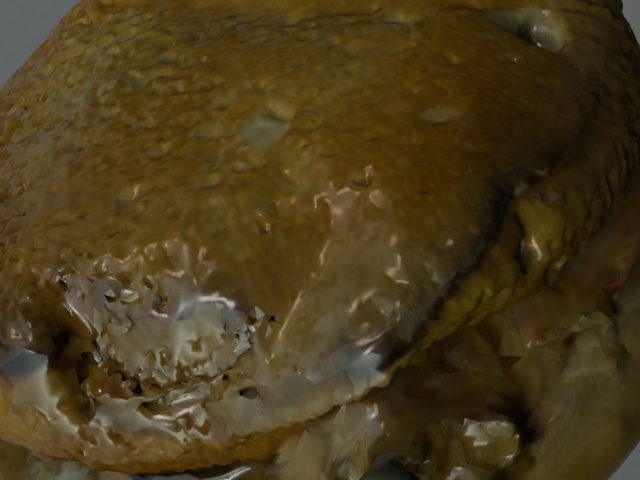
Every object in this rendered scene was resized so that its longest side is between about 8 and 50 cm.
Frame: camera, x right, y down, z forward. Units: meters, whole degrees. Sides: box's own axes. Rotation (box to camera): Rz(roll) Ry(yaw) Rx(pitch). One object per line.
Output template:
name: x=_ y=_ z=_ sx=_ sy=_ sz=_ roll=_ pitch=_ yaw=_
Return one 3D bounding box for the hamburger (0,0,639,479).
hamburger: x=0.000 y=0.000 z=0.714 sx=0.314 sy=0.289 sz=0.170 roll=-76 pitch=-34 yaw=-47
